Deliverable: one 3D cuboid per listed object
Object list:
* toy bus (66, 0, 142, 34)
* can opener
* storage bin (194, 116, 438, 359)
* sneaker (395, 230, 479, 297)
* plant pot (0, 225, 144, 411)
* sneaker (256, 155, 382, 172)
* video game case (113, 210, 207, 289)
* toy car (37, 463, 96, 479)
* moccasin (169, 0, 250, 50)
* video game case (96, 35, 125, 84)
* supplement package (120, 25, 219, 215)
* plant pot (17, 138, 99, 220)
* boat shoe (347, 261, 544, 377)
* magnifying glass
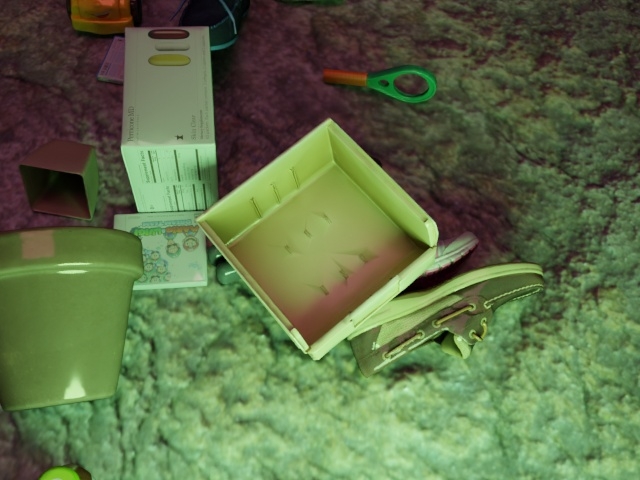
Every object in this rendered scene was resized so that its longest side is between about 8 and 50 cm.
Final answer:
[{"bbox_3d":[-0.443,-0.564,1.324,0.150,0.211,0.220,1,61,-7],"label":"toy bus"},{"bbox_3d":[-0.052,-0.016,1.113,0.284,0.095,0.076,-21,64,-18],"label":"can opener"},{"bbox_3d":[0.000,0.000,0.998,0.262,0.123,0.260,-38,68,-10],"label":"storage bin"},{"bbox_3d":[0.151,0.026,1.107,0.252,0.103,0.111,-19,65,-17],"label":"sneaker"},{"bbox_3d":[-0.382,0.119,0.931,0.263,0.263,0.229,-6,78,-10],"label":"plant pot"},{"bbox_3d":[0.000,-0.114,1.197,0.222,0.118,0.083,0,101,19],"label":"sneaker"},{"bbox_3d":[-0.274,0.015,1.114,0.157,0.019,0.143,-3,60,-8],"label":"video game case"},{"bbox_3d":[-0.290,0.390,0.825,0.188,0.155,0.149,31,61,0],"label":"toy car"},{"bbox_3d":[-0.219,-0.476,1.292,0.138,0.116,0.342,3,37,-1],"label":"moccasin"},{"bbox_3d":[-0.354,-0.357,1.325,0.167,0.015,0.119,10,59,0],"label":"video game case"},{"bbox_3d":[-0.257,-0.207,1.138,0.145,0.204,0.261,-4,61,-8],"label":"supplement package"},{"bbox_3d":[-0.438,-0.113,1.127,0.109,0.109,0.096,10,46,0],"label":"plant pot"},{"bbox_3d":[0.211,0.132,1.049,0.342,0.123,0.123,-16,70,-10],"label":"boat shoe"},{"bbox_3d":[0.120,-0.325,1.327,0.231,0.092,0.026,7,62,10],"label":"magnifying glass"}]
